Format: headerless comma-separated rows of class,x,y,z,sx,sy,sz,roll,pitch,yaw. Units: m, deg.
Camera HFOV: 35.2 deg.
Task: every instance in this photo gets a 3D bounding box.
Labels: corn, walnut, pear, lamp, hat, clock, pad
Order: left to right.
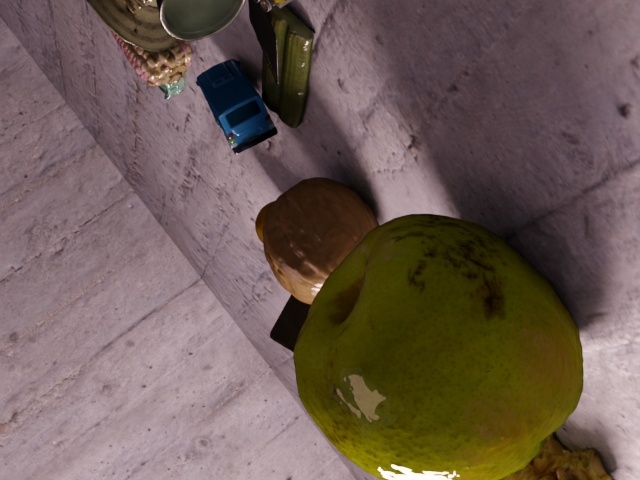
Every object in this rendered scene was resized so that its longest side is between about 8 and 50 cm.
corn,-0.376,-0.455,2.000,0.335,0.126,0.126,55,164,5
hat,-0.292,-0.456,1.720,0.110,0.252,0.252,-25,106,33
clock,-0.342,-0.361,2.220,0.101,0.041,0.135,51,164,7
lamp,-0.226,-0.440,1.590,0.227,0.147,0.172,57,-166,29
pad,-0.089,-0.325,1.541,0.112,0.003,0.157,90,161,-56
walnut,0.000,0.000,1.743,0.228,0.228,0.228,47,163,19
pear,0.167,0.161,1.376,0.391,0.391,0.391,47,163,19

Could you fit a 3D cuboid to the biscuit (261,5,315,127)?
biscuit,-0.059,-0.274,1.625,0.099,0.038,0.322,47,163,10

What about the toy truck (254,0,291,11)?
toy truck,-0.082,-0.381,1.434,0.123,0.052,0.063,47,159,17

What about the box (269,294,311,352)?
box,0.039,0.164,1.960,0.143,0.184,0.273,31,174,-23

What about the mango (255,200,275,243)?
mango,-0.042,-0.015,2.022,0.227,0.099,0.136,23,146,44

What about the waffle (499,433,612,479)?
waffle,0.334,0.366,1.695,0.324,0.151,0.261,45,159,30

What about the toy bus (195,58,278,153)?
toy bus,-0.151,-0.243,1.784,0.106,0.090,0.185,64,176,-38
